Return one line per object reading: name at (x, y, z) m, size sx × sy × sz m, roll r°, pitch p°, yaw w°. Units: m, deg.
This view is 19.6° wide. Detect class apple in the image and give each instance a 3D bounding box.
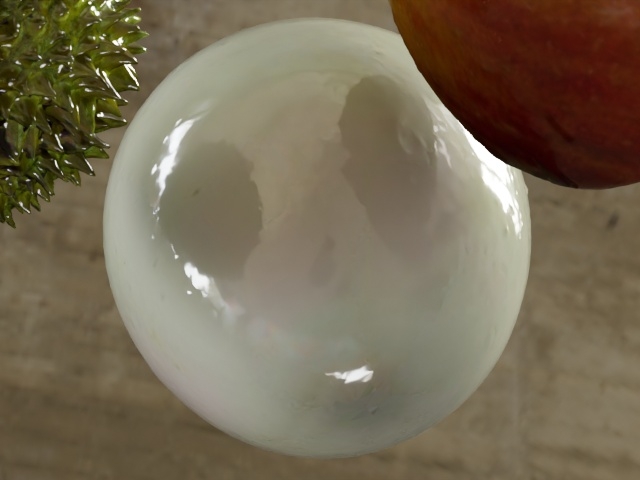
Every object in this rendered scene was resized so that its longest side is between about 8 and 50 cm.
apple at (0.152, -0.166, 1.002) m, size 0.179 × 0.254 × 0.346 m, roll -29°, pitch -149°, yaw -29°

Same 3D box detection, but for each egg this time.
egg at (0.000, 0.000, 1.205) m, size 0.283 × 0.283 × 0.345 m, roll 7°, pitch -161°, yaw -9°

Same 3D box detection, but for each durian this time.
durian at (-0.251, -0.105, 1.025) m, size 0.291 × 0.291 × 0.224 m, roll -13°, pitch -122°, yaw -24°
